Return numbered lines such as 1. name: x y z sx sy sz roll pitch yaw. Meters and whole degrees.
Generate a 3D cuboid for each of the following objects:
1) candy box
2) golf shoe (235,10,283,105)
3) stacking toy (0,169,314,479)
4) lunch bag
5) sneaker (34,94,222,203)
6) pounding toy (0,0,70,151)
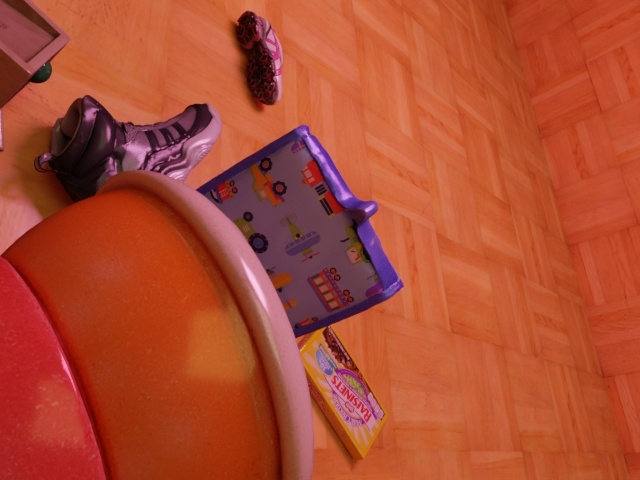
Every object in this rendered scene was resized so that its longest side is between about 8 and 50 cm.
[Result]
1. candy box: 0.033 0.237 0.870 0.206 0.027 0.105 58 42 -9
2. golf shoe: -0.093 -0.329 0.983 0.086 0.067 0.186 5 67 -50
3. stacking toy: -0.276 0.156 0.356 0.480 0.351 0.350 -17 85 -40
4. lunch bag: -0.055 0.008 0.670 0.138 0.293 0.221 -38 102 -51
5. sneaker: -0.235 -0.133 0.686 0.153 0.101 0.268 48 44 -25
6. pounding toy: -0.363 -0.202 0.597 0.141 0.100 0.130 45 29 -29
